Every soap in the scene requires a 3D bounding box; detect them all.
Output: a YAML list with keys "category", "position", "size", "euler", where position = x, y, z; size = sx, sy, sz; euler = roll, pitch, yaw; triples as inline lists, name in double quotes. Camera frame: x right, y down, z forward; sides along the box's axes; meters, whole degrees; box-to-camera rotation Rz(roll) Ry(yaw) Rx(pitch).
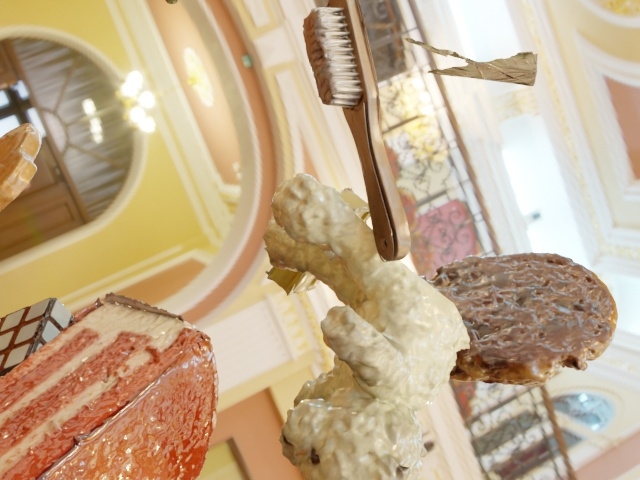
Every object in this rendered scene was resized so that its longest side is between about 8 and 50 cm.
- category: "soap"
  position: [0.001, 0.001, 1.780]
  size: [0.076, 0.233, 0.135]
  euler: [44, 20, 15]

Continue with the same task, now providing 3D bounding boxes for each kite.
- category: "kite"
  position: [0.227, -0.262, 1.302]
  size: [0.229, 0.250, 0.012]
  euler: [1, -98, 59]

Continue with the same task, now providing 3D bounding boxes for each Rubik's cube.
- category: "Rubik's cube"
  position: [-0.462, 0.216, 1.433]
  size: [0.161, 0.162, 0.163]
  euler: [57, 20, -32]

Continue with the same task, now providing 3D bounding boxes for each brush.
- category: "brush"
  position: [0.037, -0.133, 1.032]
  size: [0.070, 0.065, 0.328]
  euler: [-28, -107, 60]

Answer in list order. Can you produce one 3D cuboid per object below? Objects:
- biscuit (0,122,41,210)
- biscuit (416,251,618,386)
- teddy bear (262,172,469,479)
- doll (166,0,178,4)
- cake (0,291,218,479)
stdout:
- category: "biscuit"
  position: [-0.755, -0.097, 1.901]
  size: [0.062, 0.385, 0.365]
  euler: [45, 11, -31]
- category: "biscuit"
  position: [0.290, 0.126, 1.388]
  size: [0.289, 0.333, 0.081]
  euler: [-73, 158, -52]
- category: "teddy bear"
  position: [-0.004, 0.176, 1.065]
  size: [0.375, 0.362, 0.327]
  euler: [38, -20, 4]
- category: "doll"
  position: [-0.121, -0.315, 0.903]
  size: [0.115, 0.150, 0.077]
  euler: [-11, -31, 42]
- category: "cake"
  position: [-0.225, 0.190, 0.807]
  size: [0.158, 0.262, 0.160]
  euler: [15, -52, 32]
